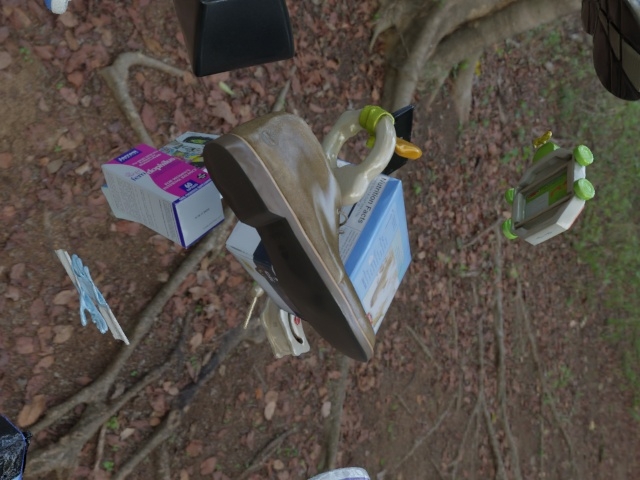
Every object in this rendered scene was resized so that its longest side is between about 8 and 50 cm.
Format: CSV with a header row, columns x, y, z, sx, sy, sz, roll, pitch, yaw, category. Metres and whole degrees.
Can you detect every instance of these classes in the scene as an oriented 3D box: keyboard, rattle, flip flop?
x,y,z,sx,sy,sz,roll,pitch,yaw,category
0.148,-0.212,1.164,0.100,0.038,0.192,-32,152,-14,keyboard
0.058,-0.082,0.790,0.143,0.130,0.200,43,59,-60,rattle
0.378,-0.272,0.661,0.277,0.080,0.112,-76,160,-47,flip flop

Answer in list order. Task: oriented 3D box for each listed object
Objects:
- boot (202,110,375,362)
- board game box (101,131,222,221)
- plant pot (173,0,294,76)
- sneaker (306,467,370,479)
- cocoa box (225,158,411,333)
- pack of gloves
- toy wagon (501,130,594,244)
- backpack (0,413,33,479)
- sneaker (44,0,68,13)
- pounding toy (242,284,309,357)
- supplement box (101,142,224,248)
x,y,z,sx,sy,sz,roll,pitch,yaw,category
0.000,0.000,0.605,0.115,0.112,0.305,-39,111,-30,boot
-0.340,-0.155,1.336,0.303,0.224,0.098,-47,137,-39,board game box
-0.146,-0.411,0.899,0.188,0.167,0.188,-15,83,-12,plant pot
-0.023,0.482,0.862,0.282,0.161,0.102,-16,138,-20,sneaker
0.021,0.025,1.025,0.231,0.228,0.347,-62,158,-17,cocoa box
-0.540,0.135,1.235,0.046,0.195,0.232,-33,113,-32,pack of gloves
0.627,-0.156,1.492,0.068,0.267,0.344,28,56,-16,toy wagon
-0.612,0.405,0.978,0.117,0.158,0.173,-16,122,-55,backpack
-0.302,-0.311,0.541,0.084,0.058,0.152,-3,126,-19,sneaker
-0.146,0.247,1.724,0.154,0.154,0.270,-45,119,-62,pounding toy
-0.315,-0.094,1.085,0.111,0.220,0.114,-43,145,-37,supplement box
